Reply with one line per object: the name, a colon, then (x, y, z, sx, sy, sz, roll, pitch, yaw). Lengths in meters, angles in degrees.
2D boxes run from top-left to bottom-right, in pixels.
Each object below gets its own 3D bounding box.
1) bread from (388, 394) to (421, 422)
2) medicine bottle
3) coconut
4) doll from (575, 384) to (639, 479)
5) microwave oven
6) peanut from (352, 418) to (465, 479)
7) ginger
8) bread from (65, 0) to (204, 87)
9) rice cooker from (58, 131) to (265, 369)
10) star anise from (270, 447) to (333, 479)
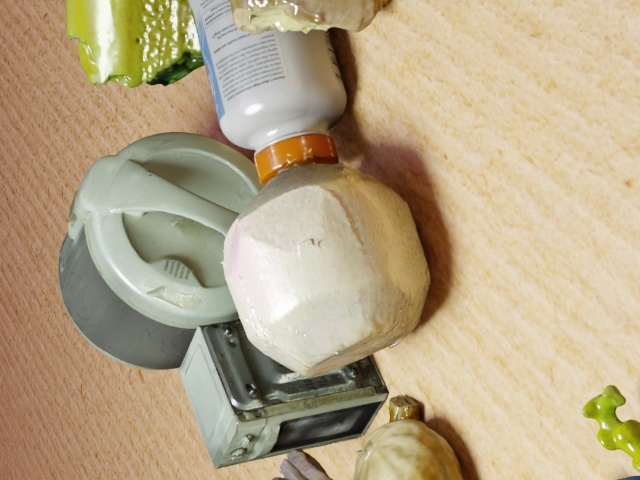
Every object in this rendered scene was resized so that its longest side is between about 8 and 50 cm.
bread: (0.095, 0.224, 1.680, 0.047, 0.036, 0.083, -149, 58, -60)
medicine bottle: (-0.060, -0.214, 1.729, 0.157, 0.157, 0.289, -37, 64, 59)
coconut: (0.000, 0.021, 1.603, 0.227, 0.227, 0.230, -43, 67, 58)
doll: (0.304, 0.332, 1.239, 0.341, 0.098, 0.346, 50, 142, 48)
microwave oven: (-0.046, 0.170, 1.753, 0.163, 0.205, 0.129, 65, 148, 27)
peanut: (0.106, 0.303, 1.582, 0.224, 0.129, 0.129, 67, 149, 23)
ginger: (-0.004, -0.345, 1.599, 0.221, 0.130, 0.276, 38, 106, 10)
bread: (-0.209, -0.406, 1.889, 0.208, 0.251, 0.377, -113, 24, -61)
rice cooker: (-0.204, 0.012, 1.940, 0.277, 0.288, 0.288, -50, 53, 57)
star anise: (0.019, 0.375, 1.624, 0.349, 0.109, 0.292, -32, -78, -85)
